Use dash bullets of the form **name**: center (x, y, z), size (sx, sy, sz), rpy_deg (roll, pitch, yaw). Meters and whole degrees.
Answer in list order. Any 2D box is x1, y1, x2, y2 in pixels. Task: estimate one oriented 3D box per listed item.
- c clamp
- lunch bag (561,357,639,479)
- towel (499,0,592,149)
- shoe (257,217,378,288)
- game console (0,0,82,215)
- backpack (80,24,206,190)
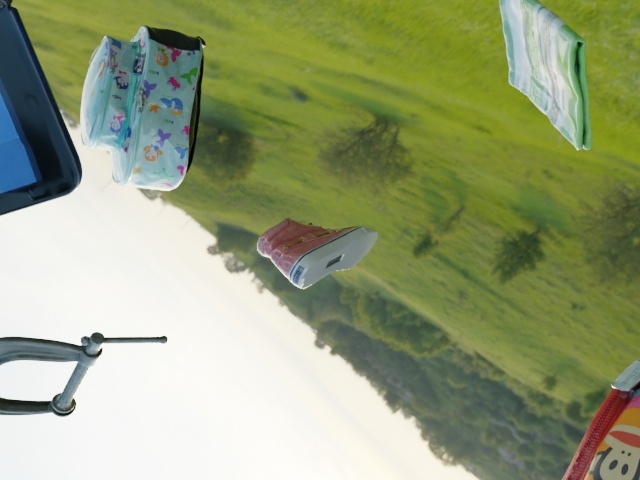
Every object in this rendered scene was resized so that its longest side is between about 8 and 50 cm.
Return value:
- **c clamp**: center (-0.224, 0.116, 0.538), size (0.137, 0.161, 0.022), rpy_deg (13, -131, -34)
- **lunch bag**: center (0.273, 0.203, 0.377), size (0.293, 0.258, 0.120), rpy_deg (32, 171, -17)
- **towel**: center (0.203, -0.161, 0.592), size (0.152, 0.023, 0.113), rpy_deg (-103, -10, -52)
- **shoe**: center (0.000, 0.000, 0.828), size (0.081, 0.063, 0.178), rpy_deg (38, -146, 22)
- **game console**: center (-0.382, -0.120, 0.514), size (0.250, 0.293, 0.173), rpy_deg (22, -121, -60)
- **backpack**: center (-0.295, -0.210, 1.073), size (0.191, 0.253, 0.225), rpy_deg (-1, -177, -28)
